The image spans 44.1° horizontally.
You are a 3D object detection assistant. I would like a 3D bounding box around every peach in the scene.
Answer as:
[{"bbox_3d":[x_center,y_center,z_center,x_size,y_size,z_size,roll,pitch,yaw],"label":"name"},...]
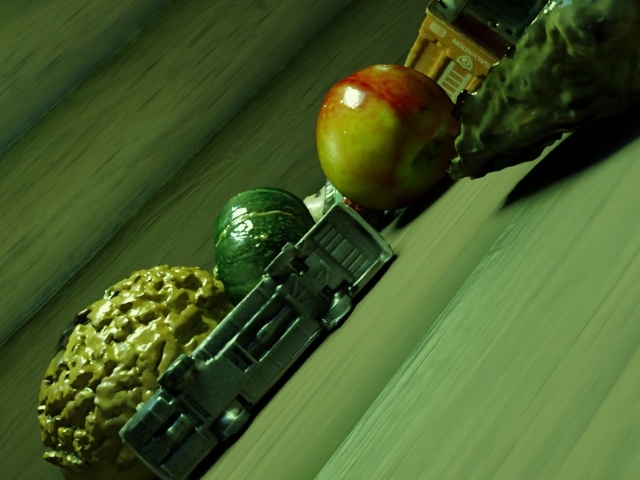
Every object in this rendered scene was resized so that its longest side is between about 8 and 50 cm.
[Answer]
[{"bbox_3d":[0.078,-0.133,0.998,0.197,0.197,0.197,-47,4,5],"label":"peach"}]

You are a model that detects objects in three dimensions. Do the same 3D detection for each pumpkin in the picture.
[{"bbox_3d":[-0.067,0.022,1.032,0.146,0.190,0.190,-7,20,19],"label":"pumpkin"}]

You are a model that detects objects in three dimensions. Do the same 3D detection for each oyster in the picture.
[{"bbox_3d":[0.197,-0.120,0.548,0.166,0.094,0.294,-28,-18,-35],"label":"oyster"}]

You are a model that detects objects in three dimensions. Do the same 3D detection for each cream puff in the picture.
[{"bbox_3d":[-0.249,0.181,1.080,0.343,0.231,0.327,-47,8,4],"label":"cream puff"}]

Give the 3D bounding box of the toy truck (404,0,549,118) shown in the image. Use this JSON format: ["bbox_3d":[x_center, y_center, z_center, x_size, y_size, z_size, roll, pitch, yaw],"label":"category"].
[{"bbox_3d":[0.276,-0.343,1.110,0.387,0.173,0.207,-52,-3,-26],"label":"toy truck"}]

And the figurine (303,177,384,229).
[{"bbox_3d":[0.000,0.000,1.157,0.245,0.110,0.138,-49,13,12],"label":"figurine"}]

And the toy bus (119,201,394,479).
[{"bbox_3d":[-0.068,0.105,0.868,0.342,0.097,0.138,-47,2,-3],"label":"toy bus"}]
